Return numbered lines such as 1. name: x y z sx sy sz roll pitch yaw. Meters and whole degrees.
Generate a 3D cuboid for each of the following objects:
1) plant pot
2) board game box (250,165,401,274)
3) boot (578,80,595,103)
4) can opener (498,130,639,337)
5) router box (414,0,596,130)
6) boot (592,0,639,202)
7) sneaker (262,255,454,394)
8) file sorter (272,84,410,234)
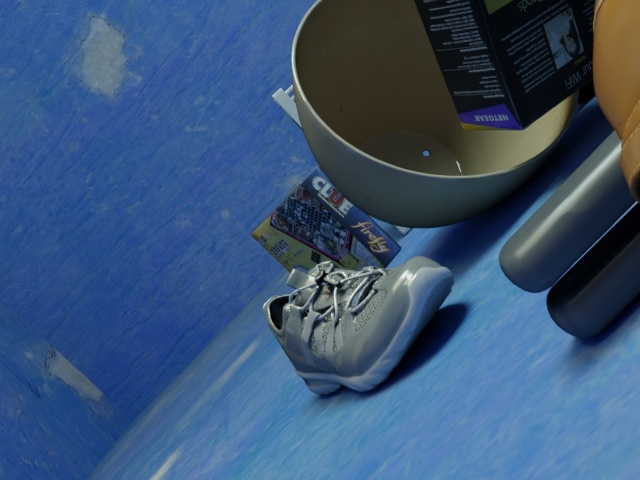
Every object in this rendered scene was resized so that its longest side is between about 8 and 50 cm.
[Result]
1. plant pot: 0.107 -0.122 0.933 0.284 0.284 0.191 -48 -18 -29
2. board game box: 0.000 0.000 1.296 0.042 0.165 0.243 -48 5 -26
3. boot: 0.333 -0.237 0.964 0.198 0.077 0.137 -59 2 29
4. can opener: 0.207 -0.065 0.432 0.280 0.074 0.093 -46 5 12
5. router box: 0.217 -0.278 0.797 0.309 0.243 0.081 -35 23 -25
6. boot: 0.222 -0.116 0.312 0.283 0.109 0.220 -27 38 37
7. sneaker: 0.015 0.069 0.790 0.105 0.115 0.281 -49 5 -31
8. file sorter: 0.085 -0.173 1.346 0.173 0.277 0.193 -44 4 3
